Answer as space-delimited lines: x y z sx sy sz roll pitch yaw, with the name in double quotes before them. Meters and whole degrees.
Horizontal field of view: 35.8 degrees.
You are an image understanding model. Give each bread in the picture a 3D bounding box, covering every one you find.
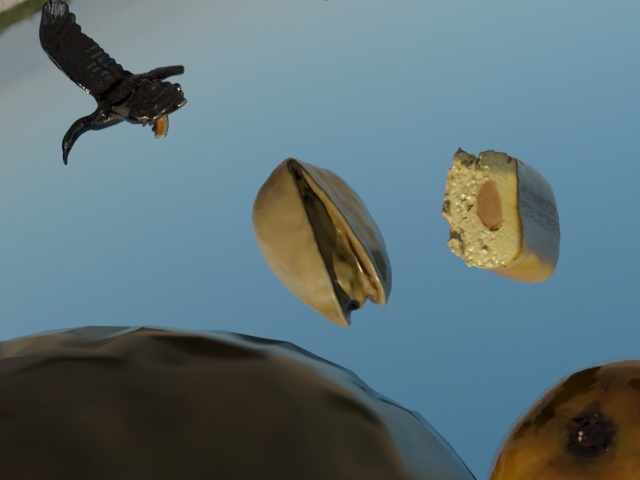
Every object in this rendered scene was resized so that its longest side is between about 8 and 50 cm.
"bread" 0.200 -0.022 1.083 0.085 0.134 0.173 -9 164 28

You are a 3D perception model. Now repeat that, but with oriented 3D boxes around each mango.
"mango" 0.313 0.241 0.921 0.264 0.378 0.221 -56 -134 8

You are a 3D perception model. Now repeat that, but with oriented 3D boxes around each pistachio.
"pistachio" 0.000 0.000 1.078 0.126 0.152 0.223 -25 -128 -7

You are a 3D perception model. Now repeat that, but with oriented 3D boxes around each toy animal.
"toy animal" -0.271 -0.179 1.350 0.272 0.197 0.160 34 -165 35

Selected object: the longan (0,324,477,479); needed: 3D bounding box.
"longan" -0.114 0.249 0.408 0.404 0.404 0.436 -7 -156 43
